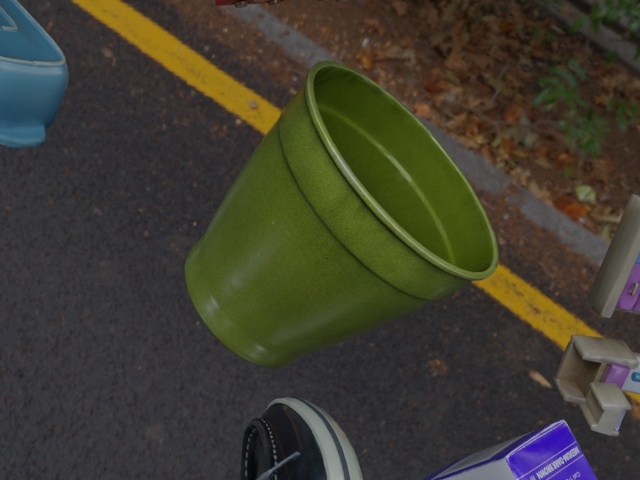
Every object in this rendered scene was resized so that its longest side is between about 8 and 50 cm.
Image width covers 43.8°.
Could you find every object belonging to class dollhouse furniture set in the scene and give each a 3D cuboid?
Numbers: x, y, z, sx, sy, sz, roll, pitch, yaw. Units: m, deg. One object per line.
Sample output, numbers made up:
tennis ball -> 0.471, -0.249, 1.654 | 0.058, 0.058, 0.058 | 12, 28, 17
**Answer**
dollhouse furniture set -> 0.422, 0.130, 0.814 | 0.198, 0.286, 0.303 | 12, 23, -8

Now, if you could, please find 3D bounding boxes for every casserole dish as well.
casserole dish -> -0.196, -0.124, 0.388 | 0.188, 0.037, 0.114 | 47, 16, 2

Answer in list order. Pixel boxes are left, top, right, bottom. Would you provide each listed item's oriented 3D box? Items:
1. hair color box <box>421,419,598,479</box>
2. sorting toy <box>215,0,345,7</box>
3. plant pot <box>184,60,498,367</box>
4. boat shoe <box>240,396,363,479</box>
hair color box -> 0.242, 0.377, 0.811 | 0.110, 0.185, 0.338 | -18, 74, -37
sorting toy -> 0.018, -0.320, 0.886 | 0.257, 0.089, 0.255 | -13, 13, -32
plant pot -> 0.000, 0.000, 1.150 | 0.366, 0.353, 0.366 | 36, 29, -24
boat shoe -> -0.048, 0.280, 0.576 | 0.156, 0.186, 0.500 | 7, 25, -7
